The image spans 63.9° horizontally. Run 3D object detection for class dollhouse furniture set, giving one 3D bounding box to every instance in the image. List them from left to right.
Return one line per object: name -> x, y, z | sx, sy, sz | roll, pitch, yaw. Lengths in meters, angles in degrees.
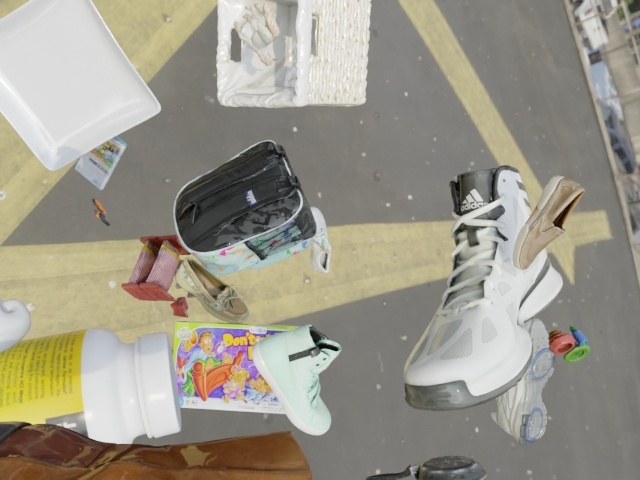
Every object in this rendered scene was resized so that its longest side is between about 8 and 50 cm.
dollhouse furniture set -> -0.509, 0.155, 1.827 | 0.374, 0.152, 0.201 | 58, 36, -54

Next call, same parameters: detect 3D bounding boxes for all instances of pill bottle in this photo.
pill bottle -> -0.367, 0.223, 0.689 | 0.334, 0.188, 0.187 | -9, 85, -14

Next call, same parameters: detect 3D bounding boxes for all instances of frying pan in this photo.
frying pan -> 0.314, 0.657, 1.481 | 0.197, 0.326, 0.053 | 5, 76, -50

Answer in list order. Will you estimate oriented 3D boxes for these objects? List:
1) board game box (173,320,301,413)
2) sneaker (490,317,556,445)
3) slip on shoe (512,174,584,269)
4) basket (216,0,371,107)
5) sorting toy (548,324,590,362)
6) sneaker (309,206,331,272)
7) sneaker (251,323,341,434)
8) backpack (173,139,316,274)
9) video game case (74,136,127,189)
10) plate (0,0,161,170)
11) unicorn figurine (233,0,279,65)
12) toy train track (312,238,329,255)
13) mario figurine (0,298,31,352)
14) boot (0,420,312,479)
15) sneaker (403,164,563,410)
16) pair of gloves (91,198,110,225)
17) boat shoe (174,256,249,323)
board game box -> -0.234, 0.349, 1.434 | 0.078, 0.348, 0.233 | 52, 40, -80
sneaker -> 0.466, 0.324, 1.217 | 0.111, 0.129, 0.296 | 8, 93, -31
slip on shoe -> 0.301, -0.017, 0.680 | 0.052, 0.041, 0.135 | 9, 110, -46
basket -> -0.074, -0.509, 1.334 | 0.267, 0.332, 0.327 | -12, 109, -46
sorting toy -> 0.465, 0.190, 0.965 | 0.102, 0.061, 0.042 | 28, 27, -35
sneaker -> 0.000, 0.000, 1.607 | 0.080, 0.094, 0.212 | -15, 105, -19
sneaker -> -0.009, 0.279, 1.021 | 0.255, 0.151, 0.094 | 58, 17, -23
backpack -> -0.154, -0.051, 1.026 | 0.191, 0.254, 0.225 | 69, -3, -57
video game case -> -0.668, -0.254, 1.558 | 0.119, 0.166, 0.015 | 37, 14, 13
plate -> -0.502, -0.315, 1.005 | 0.277, 0.278, 0.045 | 59, 7, -26
unicorn figurine -> -0.127, -0.426, 1.075 | 0.060, 0.162, 0.111 | -39, 105, -9
toy train track -> -0.001, 0.010, 1.504 | 0.083, 0.014, 0.048 | 43, 12, -2
mario figurine -> -0.419, 0.098, 0.474 | 0.320, 0.170, 0.198 | -65, 152, -10
boot -> -0.132, 0.215, 0.333 | 0.281, 0.264, 0.096 | 7, 96, -11
sneaker -> 0.216, 0.039, 0.769 | 0.448, 0.169, 0.257 | -32, 103, -48
pair of gloves -> -0.653, -0.084, 1.530 | 0.083, 0.010, 0.074 | 62, -4, 31
boat shoe -> -0.349, 0.166, 1.685 | 0.285, 0.089, 0.104 | 35, 37, 0
